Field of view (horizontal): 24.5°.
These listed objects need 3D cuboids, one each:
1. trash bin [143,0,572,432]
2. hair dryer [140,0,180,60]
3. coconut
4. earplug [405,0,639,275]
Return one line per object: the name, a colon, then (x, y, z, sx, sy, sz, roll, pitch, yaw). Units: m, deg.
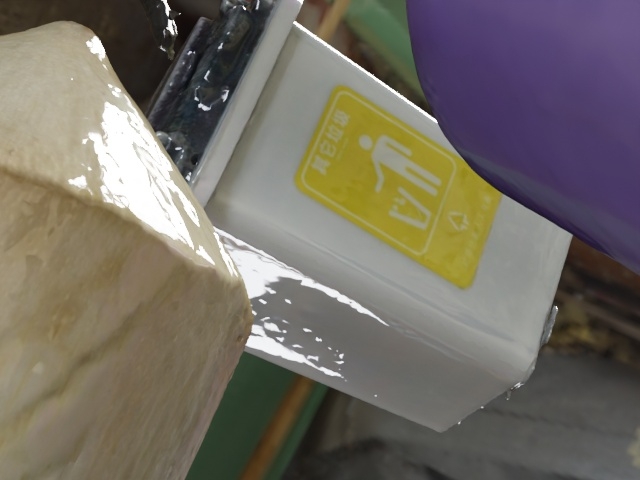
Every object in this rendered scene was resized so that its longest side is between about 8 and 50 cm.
trash bin: (0.000, 0.000, 1.263, 0.296, 0.368, 0.255, -47, 18, 54)
hair dryer: (-0.210, -0.252, 1.038, 0.304, 0.359, 0.120, -28, -23, -5)
coconut: (-0.182, 0.034, 0.728, 0.329, 0.329, 0.328, -38, -39, -40)
earplug: (0.203, -0.030, 0.371, 0.215, 0.456, 0.215, -8, -66, -19)
